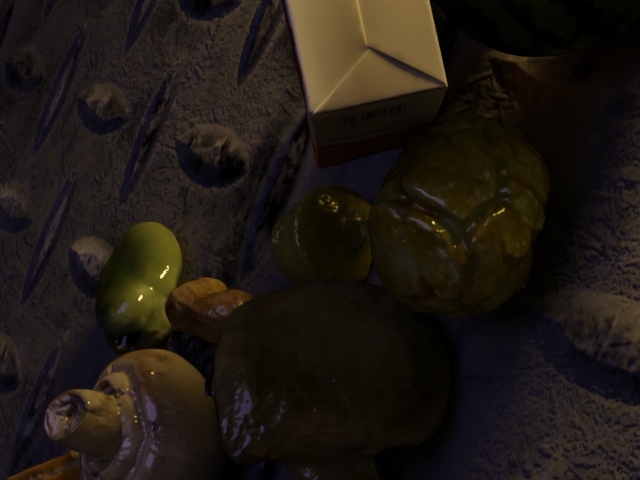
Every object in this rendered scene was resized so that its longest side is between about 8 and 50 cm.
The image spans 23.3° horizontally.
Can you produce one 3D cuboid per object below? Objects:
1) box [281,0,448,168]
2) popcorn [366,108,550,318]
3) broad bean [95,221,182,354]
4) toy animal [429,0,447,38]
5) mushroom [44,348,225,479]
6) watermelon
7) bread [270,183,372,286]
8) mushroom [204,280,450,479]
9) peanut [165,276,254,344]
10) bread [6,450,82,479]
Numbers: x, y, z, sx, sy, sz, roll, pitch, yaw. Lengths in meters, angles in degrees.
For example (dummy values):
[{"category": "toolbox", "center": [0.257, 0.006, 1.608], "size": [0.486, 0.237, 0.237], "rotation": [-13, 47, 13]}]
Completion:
[{"category": "box", "center": [0.036, -0.219, 1.668], "size": [0.341, 0.143, 0.225], "rotation": [92, 167, -84]}, {"category": "popcorn", "center": [0.148, -0.027, 1.645], "size": [0.204, 0.183, 0.221], "rotation": [-12, 55, 60]}, {"category": "broad bean", "center": [-0.277, 0.074, 2.352], "size": [0.169, 0.100, 0.228], "rotation": [-20, 42, 42]}, {"category": "toy animal", "center": [0.095, -0.261, 1.947], "size": [0.127, 0.125, 0.251], "rotation": [103, -173, -54]}, {"category": "mushroom", "center": [-0.256, 0.263, 2.055], "size": [0.260, 0.234, 0.254], "rotation": [0, 75, 57]}, {"category": "watermelon", "center": [0.231, -0.330, 1.599], "size": [0.285, 0.285, 0.285], "rotation": [-36, 44, 43]}, {"category": "bread", "center": [0.000, 0.000, 1.946], "size": [0.114, 0.111, 0.129], "rotation": [-33, 41, 56]}, {"category": "mushroom", "center": [0.007, 0.154, 1.720], "size": [0.212, 0.217, 0.292], "rotation": [-28, 48, 43]}, {"category": "peanut", "center": [-0.147, 0.097, 2.139], "size": [0.193, 0.089, 0.089], "rotation": [13, 83, 55]}, {"category": "bread", "center": [-0.367, 0.440, 2.243], "size": [0.246, 0.111, 0.239], "rotation": [-29, 52, 44]}]
